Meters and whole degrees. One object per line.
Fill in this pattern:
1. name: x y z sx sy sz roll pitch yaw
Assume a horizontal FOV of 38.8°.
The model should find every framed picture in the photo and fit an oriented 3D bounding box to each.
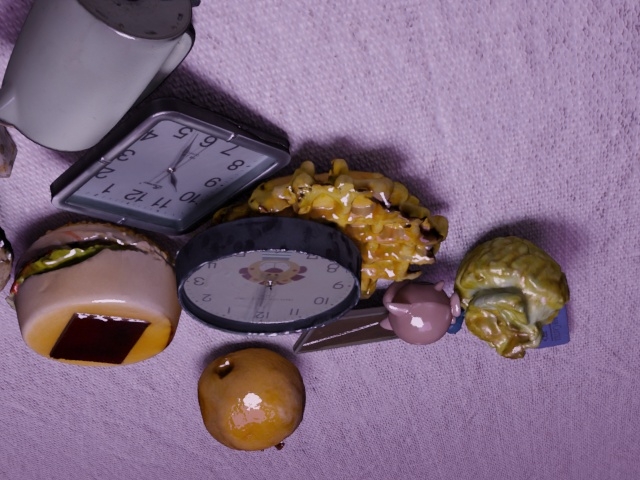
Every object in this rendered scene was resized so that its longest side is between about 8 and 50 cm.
1. framed picture: 0.088 0.169 1.755 0.260 0.023 0.189 -6 157 -18

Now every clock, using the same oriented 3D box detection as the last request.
1. clock: -0.220 -0.106 1.350 0.279 0.049 0.273 -31 151 30
2. clock: -0.084 0.066 1.480 0.313 0.061 0.312 -3 148 -2

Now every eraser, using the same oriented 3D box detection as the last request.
1. eraser: 0.456 0.149 1.835 0.082 0.036 0.225 -12 144 11

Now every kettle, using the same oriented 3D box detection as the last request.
1. kettle: -0.266 -0.232 1.132 0.240 0.165 0.255 -12 156 -44

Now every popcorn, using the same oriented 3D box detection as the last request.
1. popcorn: 0.336 0.092 1.615 0.204 0.183 0.221 27 152 25

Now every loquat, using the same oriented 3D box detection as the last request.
1. loquat: -0.139 0.322 1.860 0.238 0.193 0.238 -6 122 -10

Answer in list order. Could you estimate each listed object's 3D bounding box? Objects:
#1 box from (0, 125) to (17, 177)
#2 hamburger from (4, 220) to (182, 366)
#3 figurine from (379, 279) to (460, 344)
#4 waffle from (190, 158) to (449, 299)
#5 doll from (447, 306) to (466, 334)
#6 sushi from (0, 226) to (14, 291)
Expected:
1. box: -0.473 -0.138 1.295 0.045 0.062 0.098 -3 146 4
2. hamburger: -0.371 0.092 1.534 0.302 0.170 0.302 -6 148 -3
3. figurine: 0.178 0.127 1.632 0.138 0.125 0.125 -2 144 -1
4. waffle: 0.000 0.000 1.514 0.382 0.095 0.380 -26 144 29
5. doll: 0.255 0.148 1.799 0.076 0.050 0.083 -25 138 18
6. sushi: -0.609 0.069 1.427 0.211 0.171 0.350 -15 154 -47
